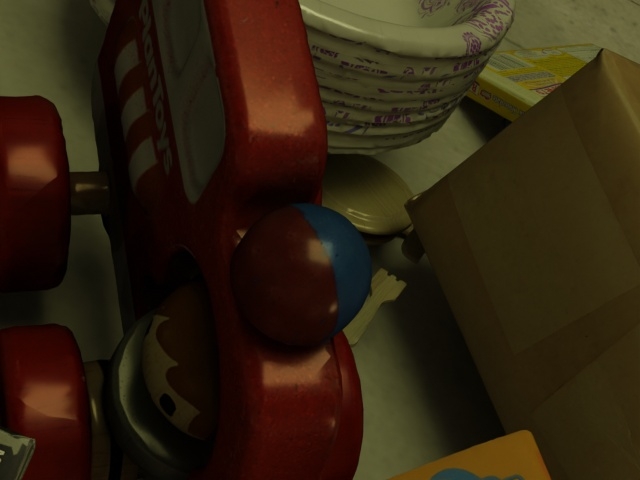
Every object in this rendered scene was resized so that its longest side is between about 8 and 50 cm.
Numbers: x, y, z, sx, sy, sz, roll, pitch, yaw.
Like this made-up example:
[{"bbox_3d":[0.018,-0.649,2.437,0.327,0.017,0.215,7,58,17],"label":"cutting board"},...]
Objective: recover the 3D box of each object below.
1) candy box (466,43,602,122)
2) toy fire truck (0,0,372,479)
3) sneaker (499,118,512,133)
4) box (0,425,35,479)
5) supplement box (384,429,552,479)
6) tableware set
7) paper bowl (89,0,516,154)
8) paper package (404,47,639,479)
[{"bbox_3d":[0.208,-0.134,0.980,0.206,0.027,0.105,-12,39,-40],"label":"candy box"},{"bbox_3d":[-0.057,0.001,0.517,0.169,0.254,0.302,-2,65,-21],"label":"toy fire truck"},{"bbox_3d":[0.213,-0.069,0.937,0.144,0.059,0.053,26,46,-12],"label":"sneaker"},{"bbox_3d":[-0.247,0.150,0.367,0.216,0.060,0.270,26,69,-16],"label":"box"},{"bbox_3d":[0.087,0.178,0.529,0.080,0.233,0.078,-22,52,4],"label":"supplement box"},{"bbox_3d":[0.000,0.000,0.750,0.128,0.039,0.194,33,37,8],"label":"tableware set"},{"bbox_3d":[-0.024,-0.169,0.772,0.284,0.148,0.284,18,40,-16],"label":"paper bowl"},{"bbox_3d":[0.249,0.079,0.728,0.309,0.168,0.324,10,50,-47],"label":"paper package"}]
